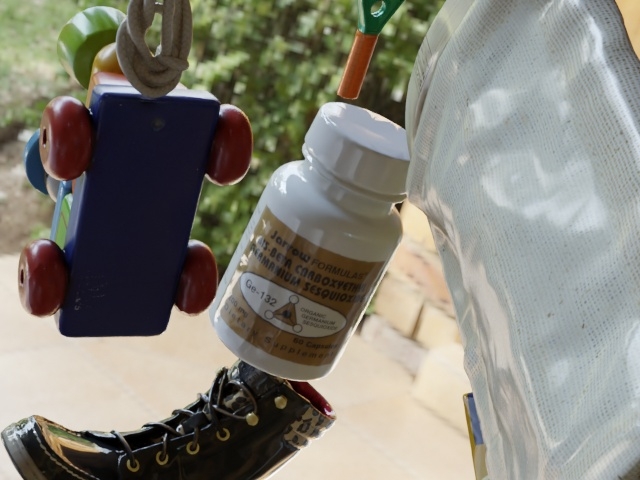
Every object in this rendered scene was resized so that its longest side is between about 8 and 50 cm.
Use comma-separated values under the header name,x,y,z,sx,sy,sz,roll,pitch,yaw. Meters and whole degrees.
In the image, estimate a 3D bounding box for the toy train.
name,x,y,z,sx,sy,sz,roll,pitch,yaw
toy train,-0.103,-0.082,0.730,0.105,0.248,0.143,0,35,-24

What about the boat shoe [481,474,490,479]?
name,x,y,z,sx,sy,sz,roll,pitch,yaw
boat shoe,0.196,0.178,0.920,0.341,0.110,0.122,-1,63,-40

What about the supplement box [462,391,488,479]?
name,x,y,z,sx,sy,sz,roll,pitch,yaw
supplement box,0.277,0.282,1.163,0.195,0.357,0.194,1,-16,-35

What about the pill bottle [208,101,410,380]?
name,x,y,z,sx,sy,sz,roll,pitch,yaw
pill bottle,0.000,0.000,1.231,0.131,0.229,0.131,22,23,-10

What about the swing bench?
name,x,y,z,sx,sy,sz,roll,pitch,yaw
swing bench,0.145,0.049,0.518,0.254,0.165,0.253,25,39,-30

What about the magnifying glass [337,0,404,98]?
name,x,y,z,sx,sy,sz,roll,pitch,yaw
magnifying glass,0.066,-0.283,1.714,0.092,0.231,0.026,-2,33,-32

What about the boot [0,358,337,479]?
name,x,y,z,sx,sy,sz,roll,pitch,yaw
boot,-0.165,0.228,1.614,0.377,0.284,0.138,43,7,-47
